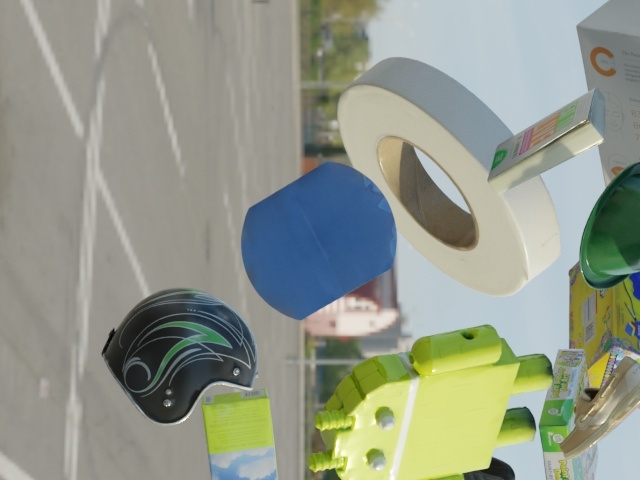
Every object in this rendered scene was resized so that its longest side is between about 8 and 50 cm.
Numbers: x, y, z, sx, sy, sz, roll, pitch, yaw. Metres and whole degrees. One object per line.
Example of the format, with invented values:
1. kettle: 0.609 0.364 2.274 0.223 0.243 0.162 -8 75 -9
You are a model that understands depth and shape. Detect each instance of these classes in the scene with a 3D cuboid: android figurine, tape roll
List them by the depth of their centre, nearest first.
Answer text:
1. android figurine: 0.116 0.192 1.265 0.056 0.273 0.248 -120 -148 -46
2. tape roll: 0.178 -0.086 1.701 0.392 0.072 0.392 45 -19 20

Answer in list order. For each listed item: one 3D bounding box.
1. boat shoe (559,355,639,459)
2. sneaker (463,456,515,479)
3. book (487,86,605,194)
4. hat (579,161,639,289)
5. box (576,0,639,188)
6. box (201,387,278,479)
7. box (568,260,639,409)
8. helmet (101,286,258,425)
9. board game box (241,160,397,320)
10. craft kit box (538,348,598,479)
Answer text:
1. boat shoe: 0.338 0.200 1.418 0.059 0.063 0.170 50 -52 18
2. sneaker: 0.274 0.435 2.130 0.132 0.229 0.086 11 66 -50
3. book: 0.269 -0.118 1.394 0.035 0.144 0.096 48 33 -17
4. hat: 0.461 0.002 1.488 0.173 0.183 0.208 32 88 -48
5. box: 0.553 -0.204 1.811 0.215 0.168 0.345 21 -39 45
6. box: -0.127 0.331 1.877 0.042 0.109 0.178 -114 -161 -74
7. box: 0.659 0.172 2.350 0.177 0.279 0.290 123 -19 -50
8. helmet: -0.164 0.138 1.436 0.169 0.161 0.169 51 -3 4
9. board game box: 0.000 0.000 1.235 0.133 0.169 0.033 62 11 13
10. craft kit box: 0.446 0.361 2.103 0.250 0.061 0.246 -56 136 -57
